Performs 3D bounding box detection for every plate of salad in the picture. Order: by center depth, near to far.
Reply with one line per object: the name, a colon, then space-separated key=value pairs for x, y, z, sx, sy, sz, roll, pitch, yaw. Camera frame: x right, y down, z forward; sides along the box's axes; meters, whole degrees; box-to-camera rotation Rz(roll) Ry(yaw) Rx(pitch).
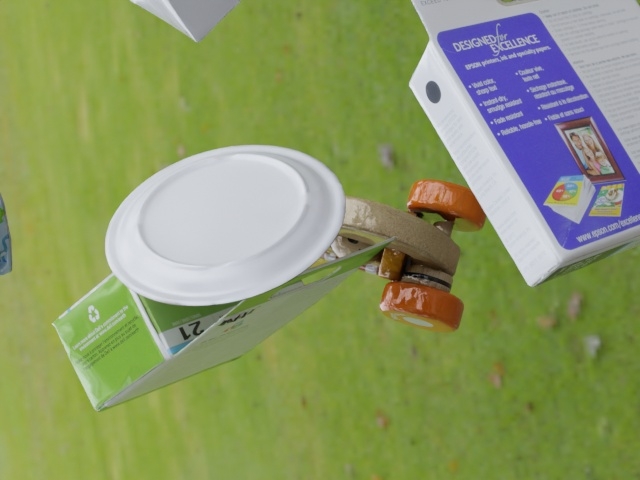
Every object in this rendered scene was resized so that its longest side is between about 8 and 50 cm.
plate of salad: x=-0.076 y=-0.009 z=1.282 sx=0.200 sy=0.199 sz=0.048 roll=-122 pitch=15 yaw=-50

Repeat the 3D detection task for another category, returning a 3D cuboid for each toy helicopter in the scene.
toy helicopter: x=0.000 y=0.000 z=1.663 sx=0.355 sy=0.235 sz=0.140 roll=-9 pitch=64 yaw=65

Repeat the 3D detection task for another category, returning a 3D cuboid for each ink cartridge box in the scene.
ink cartridge box: x=0.159 y=-0.089 z=1.013 sx=0.045 sy=0.206 sz=0.208 roll=-41 pitch=71 yaw=48
ink cartridge box: x=-0.085 y=0.038 z=1.379 sx=0.255 sy=0.188 sz=0.097 roll=-38 pitch=77 yaw=42

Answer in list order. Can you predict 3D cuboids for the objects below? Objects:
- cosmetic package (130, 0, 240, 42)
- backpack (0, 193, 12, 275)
cosmetic package: x=-0.150 y=-0.258 z=1.165 sx=0.099 sy=0.060 sz=0.239 roll=38 pitch=168 yaw=41
backpack: x=-0.260 y=-0.013 z=1.047 sx=0.114 sy=0.084 sz=0.105 roll=38 pitch=145 yaw=33
